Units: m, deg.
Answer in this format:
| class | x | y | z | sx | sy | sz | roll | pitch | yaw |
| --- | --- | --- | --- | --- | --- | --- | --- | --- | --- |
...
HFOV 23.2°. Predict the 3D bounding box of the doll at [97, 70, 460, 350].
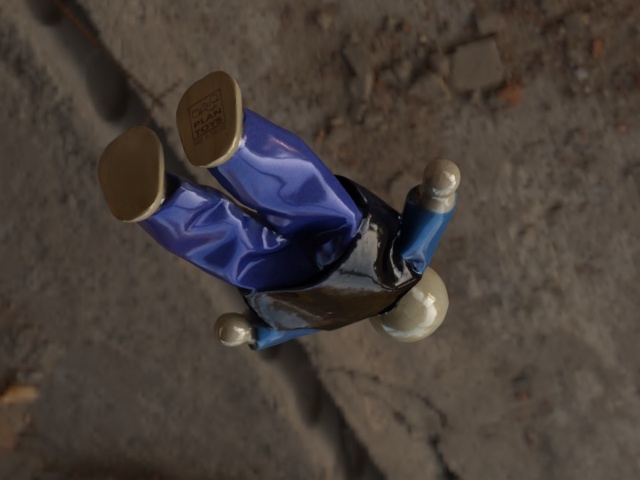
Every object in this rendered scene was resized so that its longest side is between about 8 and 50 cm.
| class | x | y | z | sx | sy | sz | roll | pitch | yaw |
| --- | --- | --- | --- | --- | --- | --- | --- | --- | --- |
| doll | 0.000 | 0.000 | 0.637 | 0.129 | 0.046 | 0.189 | -33 | 142 | 17 |
